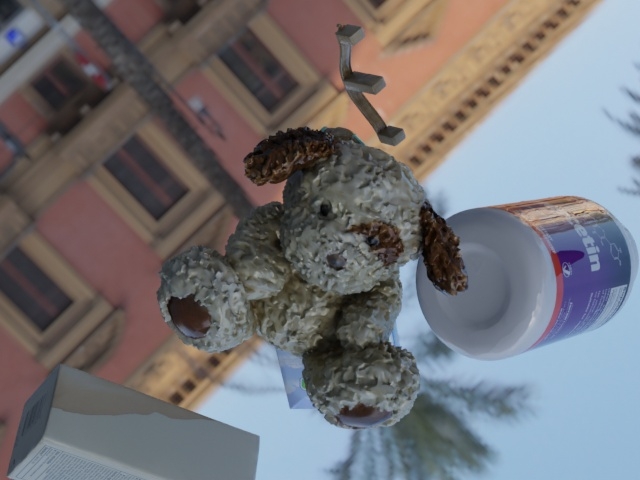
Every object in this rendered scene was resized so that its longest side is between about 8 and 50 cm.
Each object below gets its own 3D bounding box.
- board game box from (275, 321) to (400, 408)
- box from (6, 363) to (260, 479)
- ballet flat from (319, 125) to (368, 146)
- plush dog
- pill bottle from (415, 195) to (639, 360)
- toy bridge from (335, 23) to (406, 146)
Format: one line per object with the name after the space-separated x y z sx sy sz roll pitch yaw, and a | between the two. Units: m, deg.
0.022 0.135 1.863 0.160 0.211 0.039 -2 -139 11 | board game box
-0.254 0.298 1.974 0.148 0.311 0.121 -43 -148 45 | box
0.000 0.000 2.040 0.342 0.124 0.116 -66 171 26 | ballet flat
0.014 0.011 1.319 0.225 0.262 0.210 -56 -174 32 | plush dog
0.271 0.038 1.774 0.181 0.181 0.323 -31 167 35 | pill bottle
0.057 -0.211 1.910 0.026 0.188 0.063 -43 -142 -24 | toy bridge
